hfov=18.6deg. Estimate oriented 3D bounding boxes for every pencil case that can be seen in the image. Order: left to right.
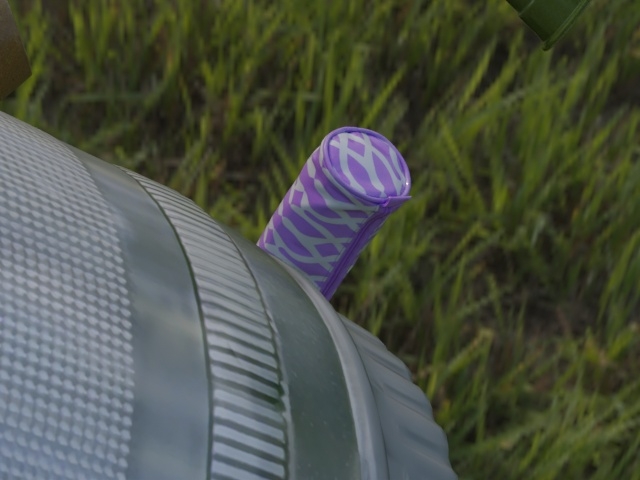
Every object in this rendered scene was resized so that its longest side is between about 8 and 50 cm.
[{"bbox_3d":[0.000,0.000,1.595,0.086,0.206,0.088,-4,52,-31],"label":"pencil case"}]

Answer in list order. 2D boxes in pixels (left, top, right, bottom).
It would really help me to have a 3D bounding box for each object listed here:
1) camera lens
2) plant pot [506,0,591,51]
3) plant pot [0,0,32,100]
[{"bbox_3d":[-0.132,0.063,0.425,0.274,0.219,0.219,25,46,-35],"label":"camera lens"},{"bbox_3d":[0.091,-0.140,0.863,0.079,0.083,0.083,34,58,-3],"label":"plant pot"},{"bbox_3d":[-0.438,-0.185,2.021,0.254,0.237,0.237,-22,59,-9],"label":"plant pot"}]
